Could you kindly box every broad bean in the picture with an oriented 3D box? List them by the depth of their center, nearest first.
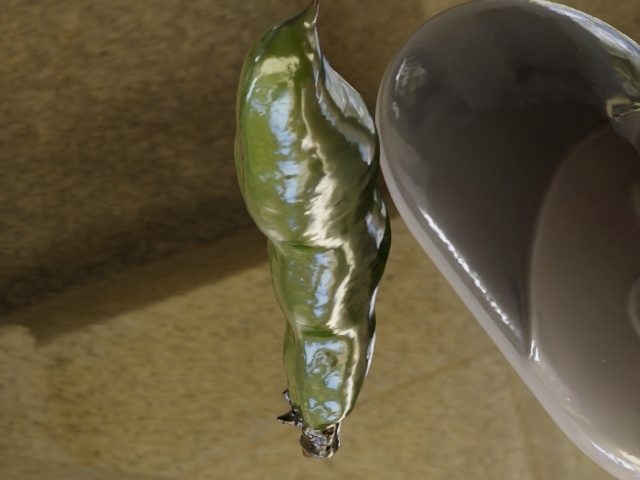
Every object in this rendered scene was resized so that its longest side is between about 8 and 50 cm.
[{"bbox_3d":[0.001,-0.001,0.723,0.043,0.297,0.060,35,-113,22],"label":"broad bean"}]

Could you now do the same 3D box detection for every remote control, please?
[{"bbox_3d":[0.165,0.001,1.059,0.221,0.103,0.332,-27,-107,-40],"label":"remote control"}]
